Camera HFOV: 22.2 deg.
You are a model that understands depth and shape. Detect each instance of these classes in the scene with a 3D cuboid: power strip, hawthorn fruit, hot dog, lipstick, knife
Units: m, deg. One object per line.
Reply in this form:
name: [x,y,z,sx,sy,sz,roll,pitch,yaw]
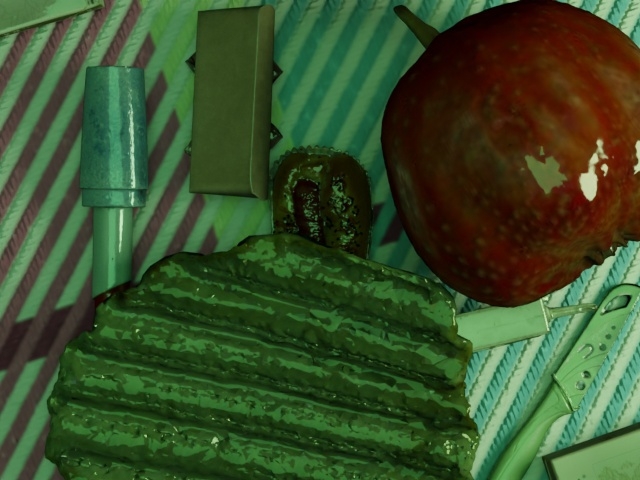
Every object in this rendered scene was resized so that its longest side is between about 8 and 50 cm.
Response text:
power strip: [0.190,0.081,1.621,0.175,0.075,0.042,-13,86,-1]
hawthorn fruit: [0.176,-0.108,1.553,0.287,0.287,0.330,-38,75,-3]
hot dog: [0.000,0.000,1.633,0.108,0.059,0.191,-1,89,6]
lipstick: [-0.207,-0.035,1.629,0.068,0.061,0.274,1,92,11]
knife: [0.239,0.165,1.646,0.043,0.020,0.293,32,86,3]

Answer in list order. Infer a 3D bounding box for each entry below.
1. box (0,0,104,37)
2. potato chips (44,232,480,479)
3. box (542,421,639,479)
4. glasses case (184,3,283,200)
box: [-0.329,-0.261,1.654,0.198,0.029,0.109,-17,88,-1]
potato chips: [-0.054,0.164,1.588,0.429,0.070,0.358,10,104,2]
box: [0.319,0.289,1.622,0.141,0.058,0.201,-20,88,-2]
glasses case: [-0.090,-0.135,1.638,0.102,0.070,0.193,0,86,29]
